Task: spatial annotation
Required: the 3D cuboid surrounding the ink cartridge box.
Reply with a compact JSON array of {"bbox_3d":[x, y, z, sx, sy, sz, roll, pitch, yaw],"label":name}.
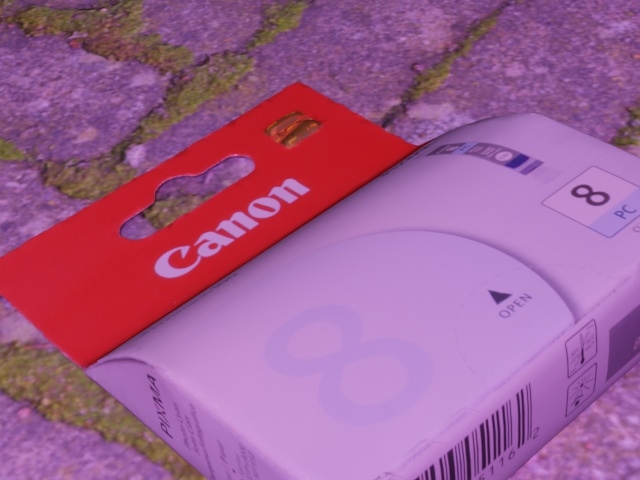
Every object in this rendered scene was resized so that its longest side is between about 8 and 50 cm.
[{"bbox_3d":[0.000,0.000,0.736,0.308,0.091,0.385,-34,47,-28],"label":"ink cartridge box"}]
